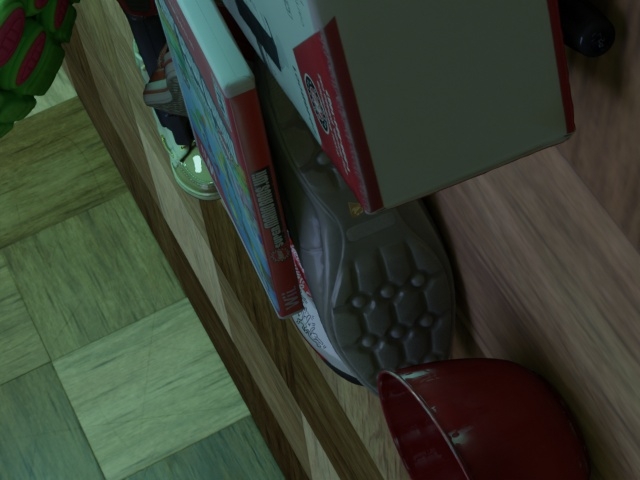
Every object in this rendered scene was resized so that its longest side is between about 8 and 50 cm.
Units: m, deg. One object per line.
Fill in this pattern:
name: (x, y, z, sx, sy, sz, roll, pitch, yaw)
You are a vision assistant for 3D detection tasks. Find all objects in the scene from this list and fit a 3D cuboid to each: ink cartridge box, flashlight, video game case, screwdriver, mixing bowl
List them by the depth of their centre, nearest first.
screwdriver: (0.099, -0.132, 0.663, 0.025, 0.024, 0.170, 38, -168, -33)
ink cartridge box: (0.008, -0.173, 0.667, 0.273, 0.114, 0.197, -120, 11, -53)
mixing bowl: (0.125, 0.152, 0.930, 0.181, 0.098, 0.181, 60, 167, 23)
video game case: (-0.075, -0.093, 1.004, 0.285, 0.025, 0.204, 79, 166, -55)
flashlight: (-0.169, -0.241, 1.431, 0.103, 0.103, 0.304, 51, 168, 31)

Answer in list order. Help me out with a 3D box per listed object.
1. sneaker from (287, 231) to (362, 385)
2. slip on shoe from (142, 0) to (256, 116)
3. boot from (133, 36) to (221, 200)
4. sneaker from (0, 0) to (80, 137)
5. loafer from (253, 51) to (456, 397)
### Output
sneaker: (-0.001, 0.000, 1.189, 0.145, 0.090, 0.270, 98, 147, -74)
slip on shoe: (-0.104, -0.171, 1.276, 0.331, 0.123, 0.101, 156, 125, -81)
boot: (-0.167, -0.160, 1.623, 0.213, 0.077, 0.165, -123, 16, -46)
sneaker: (-0.344, -0.303, 1.315, 0.185, 0.202, 0.483, 84, -166, -69)
loafer: (0.027, -0.022, 1.009, 0.111, 0.112, 0.319, -112, 6, -62)
